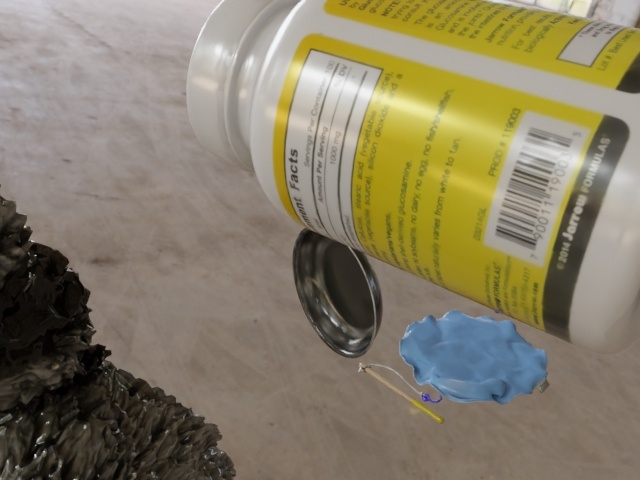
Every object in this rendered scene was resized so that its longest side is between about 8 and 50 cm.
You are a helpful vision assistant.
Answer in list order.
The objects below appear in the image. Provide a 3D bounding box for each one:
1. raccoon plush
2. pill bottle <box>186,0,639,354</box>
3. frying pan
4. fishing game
[{"bbox_3d":[-0.216,0.191,0.374,0.216,0.446,0.299,1,52,22],"label":"raccoon plush"},{"bbox_3d":[0.076,-0.073,0.501,0.333,0.188,0.188,24,24,29],"label":"pill bottle"},{"bbox_3d":[-0.008,0.018,1.064,0.053,0.197,0.326,-18,64,-30],"label":"frying pan"},{"bbox_3d":[0.193,0.150,0.932,0.264,0.041,0.189,-25,37,-38],"label":"fishing game"}]
